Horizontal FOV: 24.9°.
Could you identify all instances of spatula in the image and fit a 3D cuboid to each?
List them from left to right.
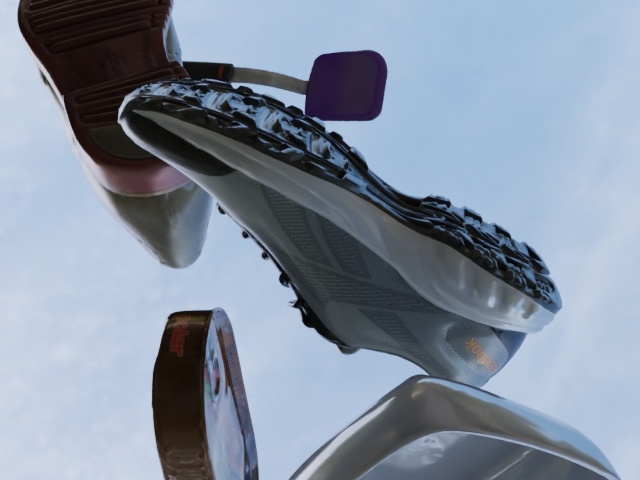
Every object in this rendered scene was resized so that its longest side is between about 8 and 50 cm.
[{"bbox_3d":[-0.071,-0.175,1.570,0.297,0.030,0.084,6,-107,14],"label":"spatula"}]

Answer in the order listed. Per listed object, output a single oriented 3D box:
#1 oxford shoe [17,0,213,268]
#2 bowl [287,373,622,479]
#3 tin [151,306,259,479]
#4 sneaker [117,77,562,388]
[{"bbox_3d":[-0.160,-0.113,1.134,0.123,0.130,0.348,-13,-138,-6],"label":"oxford shoe"},{"bbox_3d":[0.055,0.118,0.695,0.142,0.142,0.053,22,-141,-34],"label":"bowl"},{"bbox_3d":[-0.068,0.126,0.887,0.040,0.189,0.106,-5,-143,4],"label":"tin"},{"bbox_3d":[0.000,0.000,0.820,0.272,0.108,0.100,32,-160,-6],"label":"sneaker"}]
